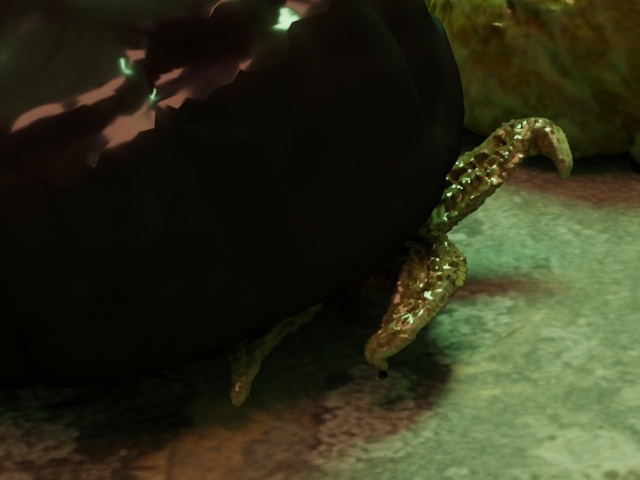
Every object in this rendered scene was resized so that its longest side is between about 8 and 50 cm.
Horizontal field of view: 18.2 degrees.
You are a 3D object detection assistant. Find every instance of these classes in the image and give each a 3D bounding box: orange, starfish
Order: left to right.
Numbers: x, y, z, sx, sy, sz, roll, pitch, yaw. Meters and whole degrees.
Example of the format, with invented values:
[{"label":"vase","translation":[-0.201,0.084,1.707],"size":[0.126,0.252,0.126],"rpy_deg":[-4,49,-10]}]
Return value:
[{"label":"starfish","translation":[0.001,0.004,1.255],"size":[0.299,0.060,0.302],"rpy_deg":[-37,32,-27]},{"label":"orange","translation":[0.255,-0.187,1.444],"size":[0.369,0.210,0.271],"rpy_deg":[0,29,14]}]

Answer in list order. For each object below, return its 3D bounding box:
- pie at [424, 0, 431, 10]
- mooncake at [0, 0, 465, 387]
[{"label":"pie","translation":[-0.061,-0.207,1.633],"size":[0.340,0.083,0.339],"rpy_deg":[1,21,0]},{"label":"mooncake","translation":[-0.124,-0.069,1.200],"size":[0.381,0.212,0.350],"rpy_deg":[-6,36,30]}]
